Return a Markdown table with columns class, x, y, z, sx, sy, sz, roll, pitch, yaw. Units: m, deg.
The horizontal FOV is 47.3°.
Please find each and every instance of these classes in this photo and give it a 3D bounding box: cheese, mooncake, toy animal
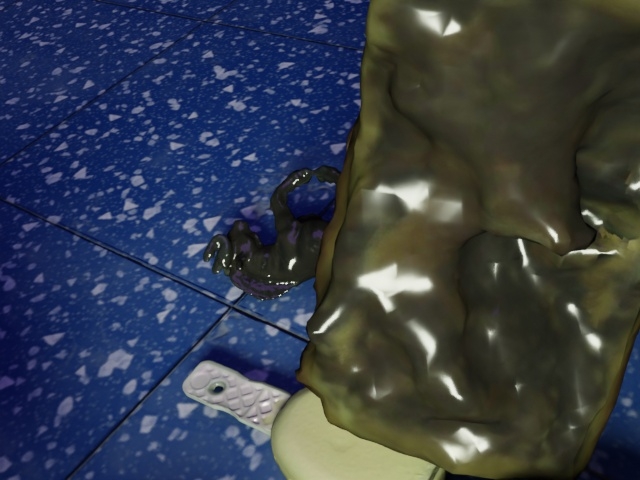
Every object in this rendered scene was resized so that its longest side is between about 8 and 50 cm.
| class | x | y | z | sx | sy | sz | roll | pitch | yaw |
| --- | --- | --- | --- | --- | --- | --- | --- | --- | --- |
| cheese | -0.011 | 0.153 | 0.616 | 0.256 | 0.050 | 0.127 | 18 | 51 | 30 |
| mooncake | 0.132 | -0.031 | 0.480 | 0.246 | 0.393 | 0.393 | 21 | 88 | 13 |
| toy animal | 0.000 | 0.000 | 0.775 | 0.233 | 0.084 | 0.148 | -1 | 55 | 12 |

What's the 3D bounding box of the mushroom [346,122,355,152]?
| class | x | y | z | sx | sy | sz | roll | pitch | yaw |
| --- | --- | --- | --- | --- | --- | --- | --- | --- | --- |
| mushroom | 0.157 | -0.124 | 0.801 | 0.278 | 0.146 | 0.278 | -6 | 26 | 3 |
